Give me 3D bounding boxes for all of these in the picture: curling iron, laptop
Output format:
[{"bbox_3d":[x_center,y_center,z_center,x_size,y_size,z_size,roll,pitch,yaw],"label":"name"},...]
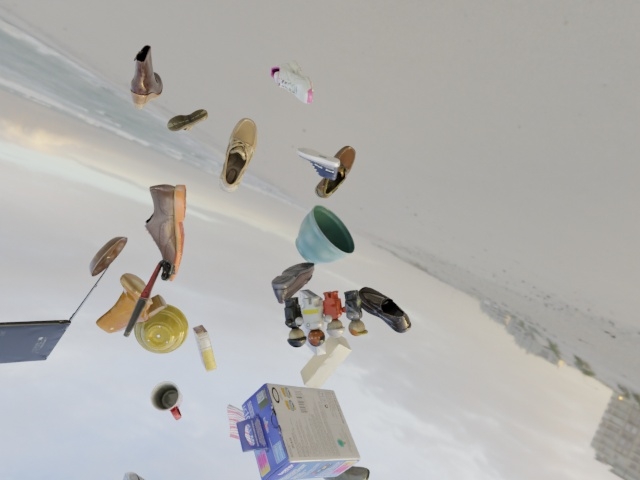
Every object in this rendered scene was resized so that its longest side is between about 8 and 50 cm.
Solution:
[{"bbox_3d":[-0.543,0.177,1.513,0.068,0.274,0.035,16,156,26],"label":"curling iron"},{"bbox_3d":[-1.003,0.261,1.710,0.407,0.382,0.237,5,-123,-40],"label":"laptop"}]

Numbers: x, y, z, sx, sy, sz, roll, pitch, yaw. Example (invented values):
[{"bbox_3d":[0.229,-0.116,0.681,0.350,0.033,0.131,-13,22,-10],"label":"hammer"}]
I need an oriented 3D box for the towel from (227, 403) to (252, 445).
[{"bbox_3d":[-0.299,0.733,1.876,0.144,0.197,0.029,18,-141,20],"label":"towel"}]

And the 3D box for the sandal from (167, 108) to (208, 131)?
[{"bbox_3d":[-0.538,-0.481,1.959,0.180,0.072,0.049,-17,154,5],"label":"sandal"}]

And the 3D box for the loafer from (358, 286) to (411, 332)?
[{"bbox_3d":[0.203,0.204,1.537,0.220,0.080,0.078,32,145,36],"label":"loafer"}]

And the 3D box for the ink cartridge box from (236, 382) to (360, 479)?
[{"bbox_3d":[-0.086,0.629,1.584,0.395,0.151,0.270,23,-150,-42],"label":"ink cartridge box"}]

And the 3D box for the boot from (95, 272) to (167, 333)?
[{"bbox_3d":[-0.676,0.231,1.642,0.104,0.211,0.295,58,174,26],"label":"boot"}]

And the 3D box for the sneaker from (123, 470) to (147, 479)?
[{"bbox_3d":[-0.511,0.742,1.400,0.091,0.094,0.258,14,169,-35],"label":"sneaker"}]

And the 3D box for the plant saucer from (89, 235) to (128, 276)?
[{"bbox_3d":[-0.705,0.046,1.587,0.029,0.168,0.168,40,-179,-5],"label":"plant saucer"}]

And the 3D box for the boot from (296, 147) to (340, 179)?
[{"bbox_3d":[-0.016,-0.312,1.963,0.189,0.086,0.069,23,-144,15],"label":"boot"}]

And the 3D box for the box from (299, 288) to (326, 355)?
[{"bbox_3d":[-0.027,0.268,1.592,0.038,0.186,0.145,-5,-172,-19],"label":"box"}]

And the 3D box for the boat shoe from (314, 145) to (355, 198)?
[{"bbox_3d":[0.093,-0.334,2.355,0.110,0.307,0.104,33,171,-19],"label":"boat shoe"}]

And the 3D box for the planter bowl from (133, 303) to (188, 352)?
[{"bbox_3d":[-0.647,0.371,1.934,0.217,0.217,0.090,21,-174,-13],"label":"planter bowl"}]

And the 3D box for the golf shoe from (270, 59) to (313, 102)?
[{"bbox_3d":[-0.129,-0.698,2.146,0.140,0.115,0.306,-12,-134,-20],"label":"golf shoe"}]

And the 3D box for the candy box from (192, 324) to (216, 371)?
[{"bbox_3d":[-0.530,0.491,2.195,0.053,0.187,0.109,-15,-166,-23],"label":"candy box"}]

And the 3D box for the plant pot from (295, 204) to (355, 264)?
[{"bbox_3d":[0.000,0.000,2.365,0.293,0.196,0.293,39,-154,-24],"label":"plant pot"}]

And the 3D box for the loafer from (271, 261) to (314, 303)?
[{"bbox_3d":[-0.112,0.171,2.001,0.109,0.095,0.302,1,-166,25],"label":"loafer"}]

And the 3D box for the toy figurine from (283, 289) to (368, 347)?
[{"bbox_3d":[0.011,0.229,1.390,0.212,0.148,0.209,-6,176,-29],"label":"toy figurine"}]

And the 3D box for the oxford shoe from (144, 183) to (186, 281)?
[{"bbox_3d":[-0.547,-0.027,1.690,0.132,0.364,0.130,4,-160,-14],"label":"oxford shoe"}]

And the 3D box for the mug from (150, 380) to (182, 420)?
[{"bbox_3d":[-0.624,0.664,1.970,0.113,0.150,0.169,-3,158,-10],"label":"mug"}]

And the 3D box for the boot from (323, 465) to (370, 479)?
[{"bbox_3d":[0.065,0.940,1.960,0.246,0.083,0.161,-24,122,39],"label":"boot"}]

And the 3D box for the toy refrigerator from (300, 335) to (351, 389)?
[{"bbox_3d":[0.026,0.581,2.303,0.094,0.270,0.102,32,-168,-25],"label":"toy refrigerator"}]

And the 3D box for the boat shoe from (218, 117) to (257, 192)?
[{"bbox_3d":[-0.340,-0.372,2.043,0.121,0.341,0.110,16,168,-15],"label":"boat shoe"}]

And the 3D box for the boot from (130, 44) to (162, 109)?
[{"bbox_3d":[-0.639,-0.630,1.795,0.090,0.207,0.249,15,-137,-11],"label":"boot"}]
